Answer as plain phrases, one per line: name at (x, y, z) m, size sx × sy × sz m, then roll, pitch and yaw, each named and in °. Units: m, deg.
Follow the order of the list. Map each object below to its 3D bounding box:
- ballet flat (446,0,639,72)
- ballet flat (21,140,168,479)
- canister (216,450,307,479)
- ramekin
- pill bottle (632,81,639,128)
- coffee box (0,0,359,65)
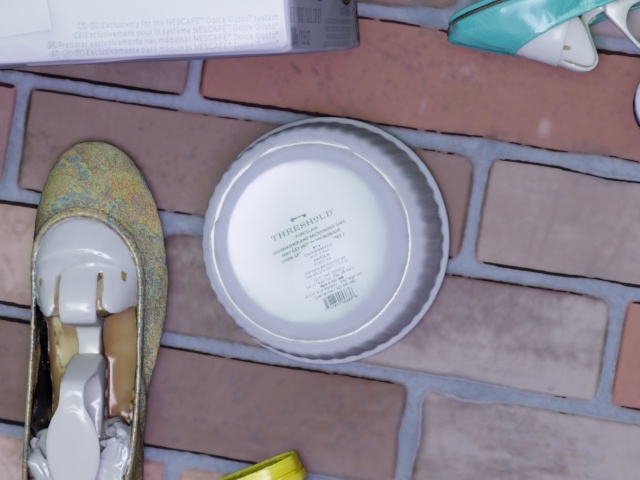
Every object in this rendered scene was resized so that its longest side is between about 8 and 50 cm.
ballet flat at (0.226, -0.184, 1.502) m, size 0.247 × 0.083 × 0.087 m, roll -22°, pitch 82°, yaw 7°
ballet flat at (-0.193, 0.091, 1.551) m, size 0.123 × 0.123 × 0.349 m, roll 2°, pitch 91°, yaw 8°
canister at (-0.046, 0.276, 1.554) m, size 0.126 × 0.073 × 0.170 m, roll -23°, pitch 89°, yaw 8°
ramekin at (0.000, 0.000, 1.525) m, size 0.207 × 0.109 × 0.207 m, roll 0°, pitch 90°, yaw 8°
pill bottle at (0.281, -0.109, 1.477) m, size 0.067 × 0.120 × 0.067 m, roll 0°, pitch 91°, yaw 8°
coffee box at (-0.165, -0.302, 1.419) m, size 0.338 × 0.337 × 0.334 m, roll -2°, pitch 96°, yaw 9°
